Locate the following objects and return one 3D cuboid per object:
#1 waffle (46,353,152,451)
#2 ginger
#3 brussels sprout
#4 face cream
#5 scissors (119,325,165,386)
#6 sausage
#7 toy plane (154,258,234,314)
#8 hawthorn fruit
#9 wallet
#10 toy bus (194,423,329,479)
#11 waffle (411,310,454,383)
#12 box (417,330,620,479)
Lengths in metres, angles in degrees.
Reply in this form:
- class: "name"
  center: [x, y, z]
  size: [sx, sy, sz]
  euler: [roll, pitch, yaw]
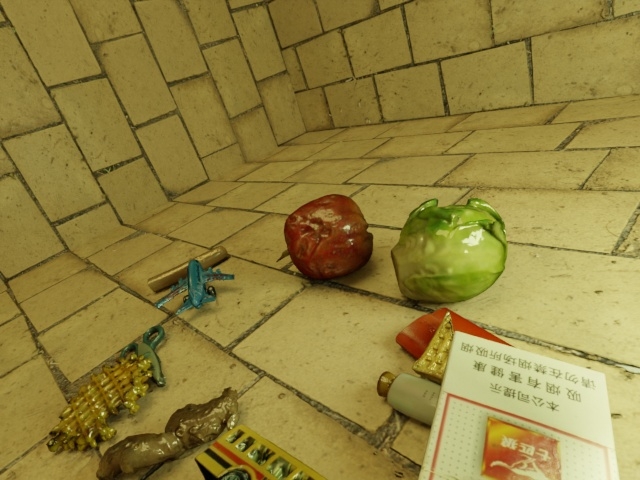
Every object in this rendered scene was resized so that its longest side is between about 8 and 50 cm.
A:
- class: "waffle"
  center: [-0.504, 0.370, 0.949]
  size: [0.229, 0.051, 0.231]
  euler: [-23, 32, 12]
- class: "ginger"
  center: [-0.293, 0.373, 0.780]
  size: [0.290, 0.084, 0.122]
  euler: [-24, 31, -9]
- class: "brussels sprout"
  center: [0.301, 0.016, 0.946]
  size: [0.295, 0.227, 0.259]
  euler: [-25, 9, 6]
- class: "face cream"
  center: [0.180, 0.273, 0.690]
  size: [0.182, 0.051, 0.072]
  euler: [8, 42, 44]
- class: "scissors"
  center: [-0.452, 0.311, 1.074]
  size: [0.138, 0.041, 0.289]
  euler: [-36, 29, -22]
- class: "sausage"
  center: [-0.488, 0.104, 1.516]
  size: [0.301, 0.065, 0.066]
  euler: [-28, 26, -15]
- class: "toy plane"
  center: [-0.400, 0.142, 1.316]
  size: [0.254, 0.105, 0.271]
  euler: [-21, 23, -6]
- class: "hawthorn fruit"
  center: [0.022, -0.009, 1.177]
  size: [0.262, 0.258, 0.258]
  euler: [5, 20, -16]
- class: "wallet"
  center: [0.259, 0.205, 0.783]
  size: [0.142, 0.045, 0.204]
  euler: [-28, 25, -16]
- class: "toy bus"
  center: [-0.039, 0.379, 0.550]
  size: [0.336, 0.121, 0.123]
  euler: [5, 27, 44]
- class: "waffle"
  center: [0.241, 0.194, 0.736]
  size: [0.098, 0.023, 0.152]
  euler: [5, 41, 45]
- class: "box"
  center: [0.240, 0.283, 0.506]
  size: [0.210, 0.095, 0.330]
  euler: [13, 38, 21]
